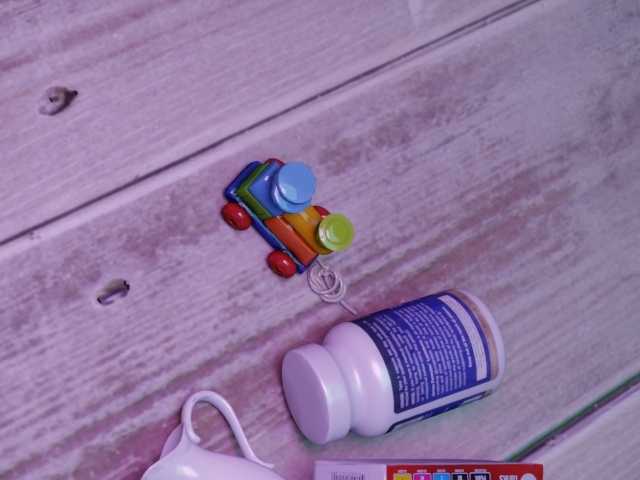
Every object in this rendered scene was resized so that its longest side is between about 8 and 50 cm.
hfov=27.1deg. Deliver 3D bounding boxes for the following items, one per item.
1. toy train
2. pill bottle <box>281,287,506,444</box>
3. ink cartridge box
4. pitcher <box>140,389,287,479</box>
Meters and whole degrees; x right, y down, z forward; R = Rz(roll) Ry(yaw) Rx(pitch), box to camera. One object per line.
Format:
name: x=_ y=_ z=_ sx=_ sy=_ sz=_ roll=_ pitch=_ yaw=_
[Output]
toy train: x=0.000 y=0.000 z=1.686 sx=0.248 sy=0.143 sz=0.105 roll=47 pitch=68 yaw=-15
pill bottle: x=0.093 y=0.165 z=1.711 sx=0.264 sy=0.153 sz=0.153 roll=-15 pitch=92 yaw=-27
ink cartridge box: x=0.139 y=0.414 z=1.677 sx=0.309 sy=0.130 sz=0.272 roll=8 pitch=80 yaw=-43
pitcher: x=-0.108 y=0.296 z=1.627 sx=0.207 sy=0.125 sz=0.178 roll=35 pitch=55 yaw=-8
